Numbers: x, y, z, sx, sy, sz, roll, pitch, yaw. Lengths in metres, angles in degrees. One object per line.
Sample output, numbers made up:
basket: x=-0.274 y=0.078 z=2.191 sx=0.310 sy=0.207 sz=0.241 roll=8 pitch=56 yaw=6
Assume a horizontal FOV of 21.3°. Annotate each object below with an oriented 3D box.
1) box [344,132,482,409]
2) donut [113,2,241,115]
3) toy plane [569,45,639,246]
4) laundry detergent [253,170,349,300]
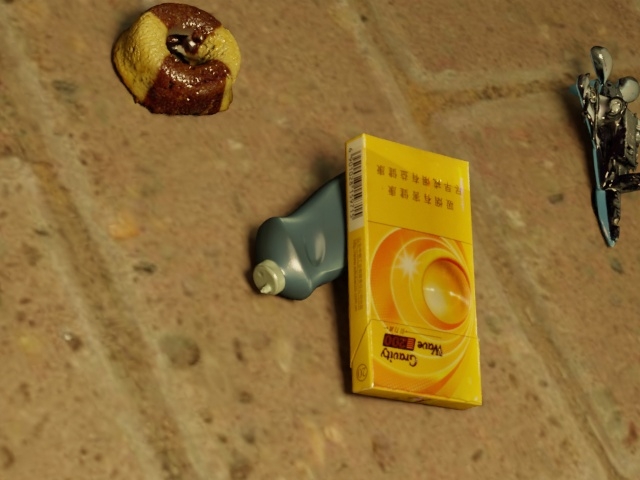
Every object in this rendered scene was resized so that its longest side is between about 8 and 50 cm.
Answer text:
box: x=0.095 y=0.034 z=1.757 sx=0.152 sy=0.043 sz=0.269 roll=13 pitch=68 yaw=-35
donut: x=-0.146 y=-0.193 z=1.804 sx=0.140 sy=0.059 sz=0.140 roll=18 pitch=48 yaw=-21
toy plane: x=0.355 y=-0.107 z=2.052 sx=0.169 sy=0.078 sz=0.246 roll=36 pitch=42 yaw=-47
laundry detergent: x=-0.001 y=0.001 z=1.758 sx=0.206 sy=0.061 sz=0.097 roll=-34 pitch=94 yaw=-42
